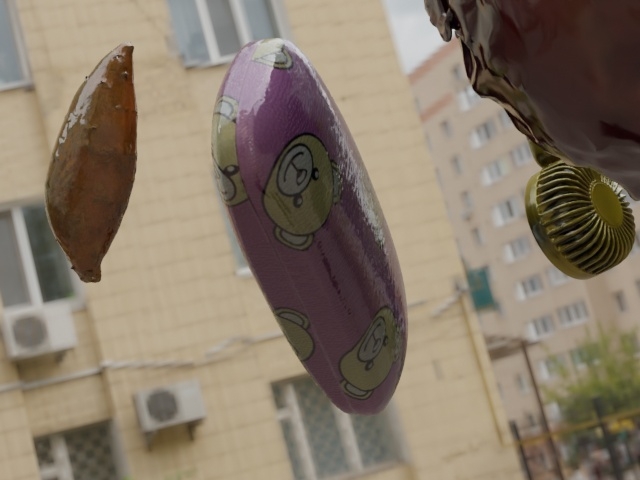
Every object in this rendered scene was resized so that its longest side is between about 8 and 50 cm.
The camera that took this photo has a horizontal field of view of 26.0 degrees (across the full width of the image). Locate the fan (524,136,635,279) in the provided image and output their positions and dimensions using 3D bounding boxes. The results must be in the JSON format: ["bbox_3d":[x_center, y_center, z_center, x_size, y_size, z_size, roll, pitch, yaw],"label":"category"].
[{"bbox_3d":[0.167,-0.051,0.945,0.082,0.155,0.039,-2,-21,-46],"label":"fan"}]

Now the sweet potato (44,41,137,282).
[{"bbox_3d":[-0.087,-0.031,0.535,0.034,0.095,0.034,11,4,-1],"label":"sweet potato"}]

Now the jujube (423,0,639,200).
[{"bbox_3d":[0.187,-0.161,0.696,0.258,0.258,0.377,-19,9,20],"label":"jujube"}]

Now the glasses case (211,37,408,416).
[{"bbox_3d":[0.000,0.000,0.952,0.076,0.123,0.316,-3,-40,20],"label":"glasses case"}]
